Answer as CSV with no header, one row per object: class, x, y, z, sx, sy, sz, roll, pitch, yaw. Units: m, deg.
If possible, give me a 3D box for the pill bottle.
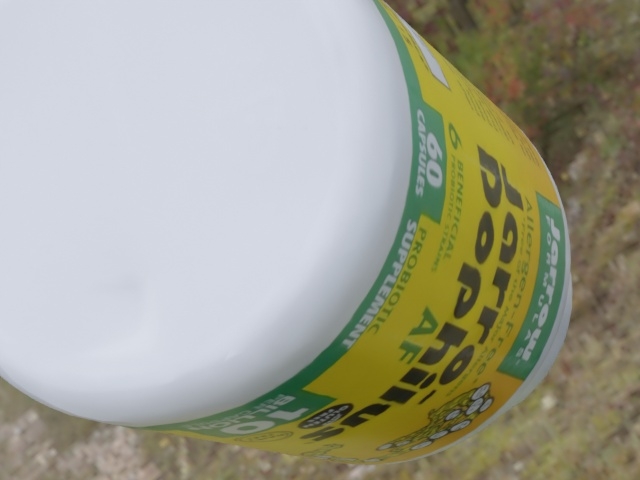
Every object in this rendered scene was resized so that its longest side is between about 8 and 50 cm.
pill bottle,0.000,0.000,0.423,0.117,0.208,0.117,-5,77,22
